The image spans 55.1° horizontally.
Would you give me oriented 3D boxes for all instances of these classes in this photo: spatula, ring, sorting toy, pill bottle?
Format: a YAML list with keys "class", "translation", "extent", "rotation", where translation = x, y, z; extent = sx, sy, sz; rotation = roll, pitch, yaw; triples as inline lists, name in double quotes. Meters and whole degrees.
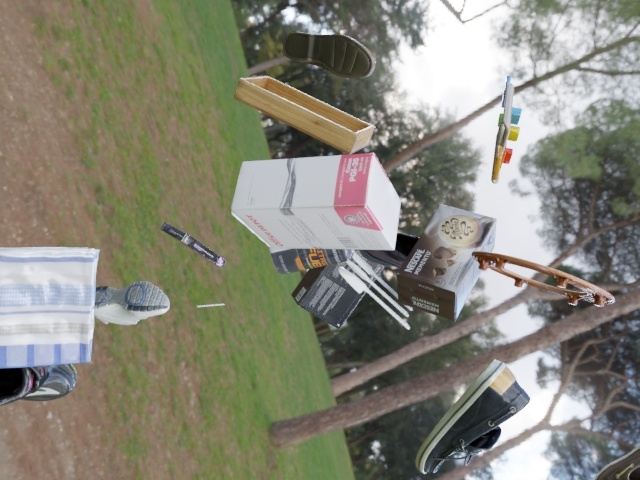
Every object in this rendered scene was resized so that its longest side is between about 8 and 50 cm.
- class: "spatula"
  translation: [0.150, 0.131, 1.620]
  extent: [0.242, 0.019, 0.168]
  rotation: [43, 20, -5]
- class: "ring"
  translation: [0.519, 0.097, 1.462]
  extent: [0.336, 0.336, 0.032]
  rotation: [132, -22, -85]
- class: "sorting toy"
  translation: [0.473, -0.267, 1.553]
  extent: [0.196, 0.047, 0.348]
  rotation: [85, 19, -48]
- class: "pill bottle"
  translation: [0.000, 0.000, 1.549]
  extent: [0.130, 0.245, 0.131]
  rotation: [-13, 90, -80]

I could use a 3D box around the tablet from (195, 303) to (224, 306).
- class: "tablet"
  translation: [-0.336, 0.197, 1.864]
  extent: [0.054, 0.083, 0.006]
  rotation: [158, -72, -73]

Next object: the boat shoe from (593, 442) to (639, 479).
- class: "boat shoe"
  translation: [0.875, 0.667, 1.706]
  extent: [0.116, 0.324, 0.096]
  rotation: [41, 19, 5]

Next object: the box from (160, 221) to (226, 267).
- class: "box"
  translation: [-0.344, 0.013, 1.665]
  extent: [0.116, 0.029, 0.162]
  rotation: [23, -15, 45]

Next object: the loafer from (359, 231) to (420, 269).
- class: "loafer"
  translation: [0.257, 0.033, 1.763]
  extent: [0.095, 0.302, 0.109]
  rotation: [-46, -140, 47]

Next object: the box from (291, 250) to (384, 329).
- class: "box"
  translation: [0.055, 0.134, 2.036]
  extent: [0.184, 0.261, 0.103]
  rotation: [34, 5, -22]

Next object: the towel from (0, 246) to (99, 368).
- class: "towel"
  translation: [-0.598, 0.147, 1.336]
  extent: [0.034, 0.209, 0.285]
  rotation: [-142, -123, -59]

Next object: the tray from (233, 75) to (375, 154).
- class: "tray"
  translation: [-0.047, -0.401, 1.939]
  extent: [0.203, 0.410, 0.076]
  rotation: [-40, 154, -63]

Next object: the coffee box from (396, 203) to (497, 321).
- class: "coffee box"
  translation: [0.343, 0.054, 1.658]
  extent: [0.168, 0.297, 0.119]
  rotation: [18, -39, 27]

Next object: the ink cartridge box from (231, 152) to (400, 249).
- class: "ink cartridge box"
  translation: [-0.005, -0.070, 1.225]
  extent: [0.207, 0.282, 0.117]
  rotation: [47, 48, -58]

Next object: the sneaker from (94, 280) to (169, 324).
- class: "sneaker"
  translation: [-0.591, 0.205, 1.919]
  extent: [0.129, 0.296, 0.111]
  rotation: [65, 32, -44]

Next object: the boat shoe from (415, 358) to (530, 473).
- class: "boat shoe"
  translation: [0.426, 0.547, 1.769]
  extent: [0.156, 0.186, 0.500]
  rotation: [40, -51, 18]

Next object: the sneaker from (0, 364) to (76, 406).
- class: "sneaker"
  translation: [-0.773, 0.338, 1.516]
  extent: [0.202, 0.185, 0.483]
  rotation: [42, -6, 26]

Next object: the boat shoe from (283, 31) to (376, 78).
- class: "boat shoe"
  translation: [0.041, -0.544, 1.775]
  extent: [0.307, 0.104, 0.111]
  rotation: [27, -67, 27]
